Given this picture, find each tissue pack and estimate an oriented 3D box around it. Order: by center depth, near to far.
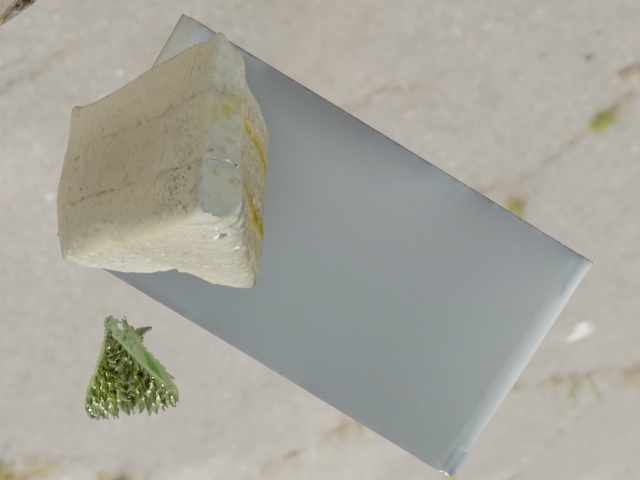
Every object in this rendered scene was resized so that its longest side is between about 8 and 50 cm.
[{"bbox_3d":[0.000,0.000,0.997,0.136,0.246,0.159,-59,-176,3],"label":"tissue pack"}]

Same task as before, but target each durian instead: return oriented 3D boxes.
[{"bbox_3d":[-0.181,0.121,1.754,0.086,0.100,0.215,-4,177,1],"label":"durian"}]

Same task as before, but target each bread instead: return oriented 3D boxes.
[{"bbox_3d":[-0.036,-0.028,0.759,0.105,0.077,0.152,8,171,-29],"label":"bread"}]

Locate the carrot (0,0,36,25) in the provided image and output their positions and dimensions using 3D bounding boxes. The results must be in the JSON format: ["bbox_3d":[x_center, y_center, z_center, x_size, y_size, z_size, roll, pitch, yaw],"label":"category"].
[{"bbox_3d":[-0.191,-0.253,1.259,0.302,0.138,0.139,-48,171,-31],"label":"carrot"}]
